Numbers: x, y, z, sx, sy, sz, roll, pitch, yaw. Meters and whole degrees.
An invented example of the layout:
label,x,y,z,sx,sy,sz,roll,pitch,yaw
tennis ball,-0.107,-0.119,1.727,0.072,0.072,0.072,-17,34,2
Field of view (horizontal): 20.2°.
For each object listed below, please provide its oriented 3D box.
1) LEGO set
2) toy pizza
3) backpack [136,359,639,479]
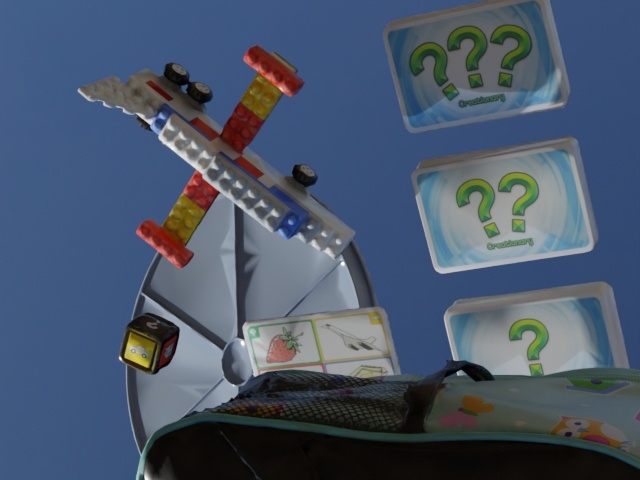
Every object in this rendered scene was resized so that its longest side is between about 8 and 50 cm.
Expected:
label,x,y,z,sx,sy,sz,roll,pitch,yaw
LEGO set,0.000,0.000,0.804,0.244,0.182,0.060,-8,-166,26
toy pizza,-0.034,0.067,0.982,0.032,0.201,0.201,7,-162,-44
backpack,0.055,0.117,0.559,0.188,0.166,0.144,-2,-173,30
